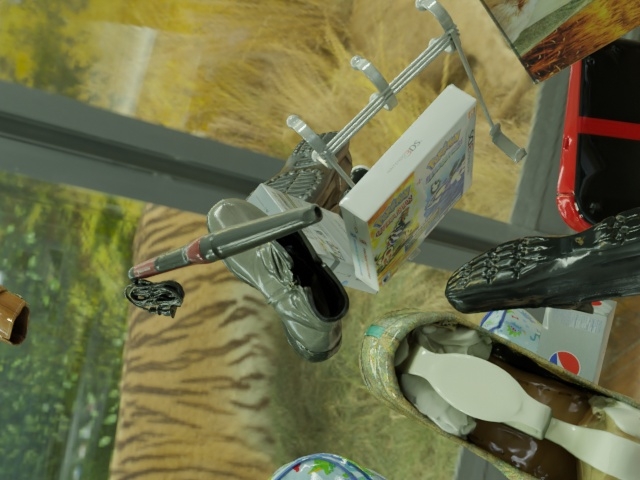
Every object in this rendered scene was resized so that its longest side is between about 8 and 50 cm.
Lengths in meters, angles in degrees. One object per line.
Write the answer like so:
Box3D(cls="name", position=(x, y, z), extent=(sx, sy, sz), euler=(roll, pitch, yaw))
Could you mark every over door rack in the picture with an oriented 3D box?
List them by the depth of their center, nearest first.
Box3D(cls="over door rack", position=(0.119, -0.146, 1.061), extent=(0.239, 0.324, 0.108), euler=(-43, 48, 3))

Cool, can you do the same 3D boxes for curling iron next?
Box3D(cls="curling iron", position=(-0.102, 0.016, 0.781), extent=(0.274, 0.068, 0.035), euler=(-26, 31, 35))

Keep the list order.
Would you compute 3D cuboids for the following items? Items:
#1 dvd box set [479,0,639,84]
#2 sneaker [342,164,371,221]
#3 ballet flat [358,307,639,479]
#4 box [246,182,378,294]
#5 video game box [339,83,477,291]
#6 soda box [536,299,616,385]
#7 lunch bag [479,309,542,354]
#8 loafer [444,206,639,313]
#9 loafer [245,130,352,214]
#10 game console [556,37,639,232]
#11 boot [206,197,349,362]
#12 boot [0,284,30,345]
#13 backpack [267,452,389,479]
Box3D(cls="dvd box set", position=(0.304, -0.362, 0.682), extent=(0.420, 0.307, 0.062), euler=(-28, 35, 25))
Box3D(cls="sneaker", position=(0.087, -0.053, 1.775), extent=(0.121, 0.079, 0.217), euler=(-76, -9, -62))
Box3D(cls="ballet flat", position=(0.193, 0.156, 0.644), extent=(0.123, 0.348, 0.123), euler=(-63, -4, -9))
Box3D(cls="box", position=(0.000, 0.000, 1.075), extent=(0.038, 0.186, 0.145), euler=(-50, 56, 17))
Box3D(cls="video game box", position=(0.113, -0.058, 0.945), extent=(0.048, 0.187, 0.205), euler=(35, 73, 26))
Box3D(cls="soda box", position=(0.380, 0.227, 1.210), extent=(0.091, 0.098, 0.287), euler=(14, 106, 26))
Box3D(cls="lunch bag", position=(0.346, 0.169, 1.351), extent=(0.096, 0.129, 0.151), euler=(-48, -1, 33))
Box3D(cls="loafer", position=(0.220, 0.034, 0.684), extent=(0.223, 0.078, 0.076), euler=(-17, 25, 27))
Box3D(cls="loafer", position=(-0.016, -0.062, 1.316), extent=(0.133, 0.130, 0.366), euler=(-4, 30, 28))
Box3D(cls="game console", position=(0.608, -0.169, 1.367), extent=(0.060, 0.386, 0.342), euler=(175, 100, -78))
Box3D(cls="boot", position=(-0.046, 0.012, 0.867), extent=(0.246, 0.083, 0.161), euler=(50, 160, 22))
Box3D(cls="boot", position=(-0.567, 0.099, 1.236), extent=(0.283, 0.220, 0.109), euler=(-51, 16, 59))
Box3D(cls="backpack", position=(0.049, 0.446, 1.014), extent=(0.290, 0.273, 0.356), euler=(-45, 36, 9))
